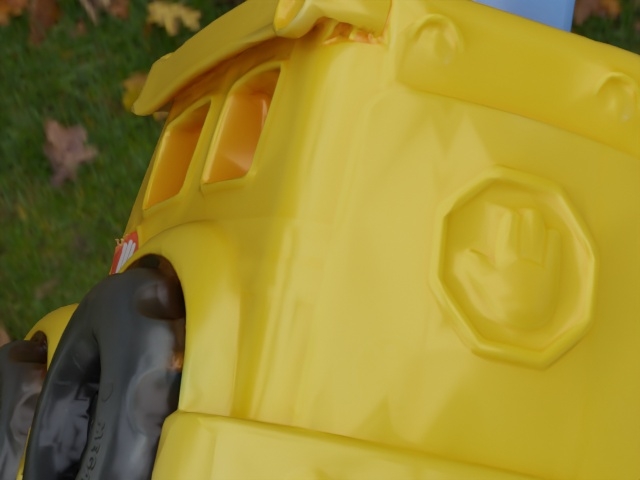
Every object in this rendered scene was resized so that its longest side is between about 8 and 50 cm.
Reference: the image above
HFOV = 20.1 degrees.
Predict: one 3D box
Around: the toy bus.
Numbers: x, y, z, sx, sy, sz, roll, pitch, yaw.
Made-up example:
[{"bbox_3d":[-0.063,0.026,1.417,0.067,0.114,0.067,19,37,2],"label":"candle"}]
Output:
[{"bbox_3d":[0.000,0.000,0.475,0.149,0.220,0.211,13,77,-22],"label":"toy bus"}]
